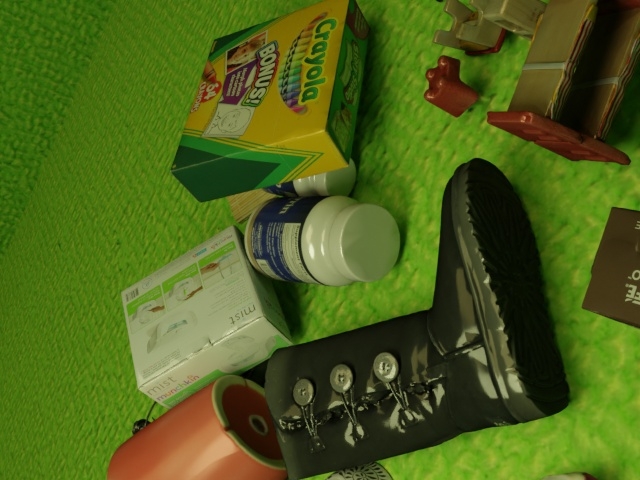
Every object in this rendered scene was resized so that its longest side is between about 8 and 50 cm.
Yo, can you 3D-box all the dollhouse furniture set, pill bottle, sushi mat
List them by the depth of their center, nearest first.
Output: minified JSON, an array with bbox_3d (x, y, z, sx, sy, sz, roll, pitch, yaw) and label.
[{"bbox_3d":[0.285,-0.236,1.039,0.201,0.152,0.374,-69,19,4],"label":"dollhouse furniture set"},{"bbox_3d":[0.000,0.000,1.266,0.264,0.153,0.153,3,78,52],"label":"pill bottle"},{"bbox_3d":[-0.030,-0.130,1.384,0.186,0.112,0.112,14,87,42],"label":"pill bottle"},{"bbox_3d":[-0.108,-0.165,1.544,0.316,0.019,0.151,-33,74,41],"label":"sushi mat"}]

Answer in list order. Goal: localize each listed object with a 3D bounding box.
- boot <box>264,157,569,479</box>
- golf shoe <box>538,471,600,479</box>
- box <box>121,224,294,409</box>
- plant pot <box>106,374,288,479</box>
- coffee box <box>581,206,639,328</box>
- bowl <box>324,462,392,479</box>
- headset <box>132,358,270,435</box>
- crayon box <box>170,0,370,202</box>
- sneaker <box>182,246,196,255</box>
[{"bbox_3d":[0.100,0.128,1.084,0.445,0.146,0.367,-30,54,41],"label":"boot"},{"bbox_3d":[0.287,0.388,0.776,0.140,0.115,0.306,-43,46,28],"label":"golf shoe"},{"bbox_3d":[-0.213,0.140,1.368,0.262,0.127,0.231,-31,49,7],"label":"box"},{"bbox_3d":[-0.183,0.381,1.277,0.243,0.275,0.275,-45,43,17],"label":"plant pot"},{"bbox_3d":[0.374,0.058,0.683,0.141,0.246,0.098,18,90,54],"label":"coffee box"},{"bbox_3d":[0.035,0.413,1.111,0.170,0.080,0.170,-24,58,46],"label":"bowl"},{"bbox_3d":[-0.225,0.268,1.494,0.394,0.185,0.243,-44,47,11],"label":"headset"},{"bbox_3d":[-0.083,-0.265,1.372,0.313,0.106,0.363,-12,50,27],"label":"crayon box"},{"bbox_3d":[-0.285,0.101,1.662,0.235,0.090,0.095,-50,54,32],"label":"sneaker"}]
